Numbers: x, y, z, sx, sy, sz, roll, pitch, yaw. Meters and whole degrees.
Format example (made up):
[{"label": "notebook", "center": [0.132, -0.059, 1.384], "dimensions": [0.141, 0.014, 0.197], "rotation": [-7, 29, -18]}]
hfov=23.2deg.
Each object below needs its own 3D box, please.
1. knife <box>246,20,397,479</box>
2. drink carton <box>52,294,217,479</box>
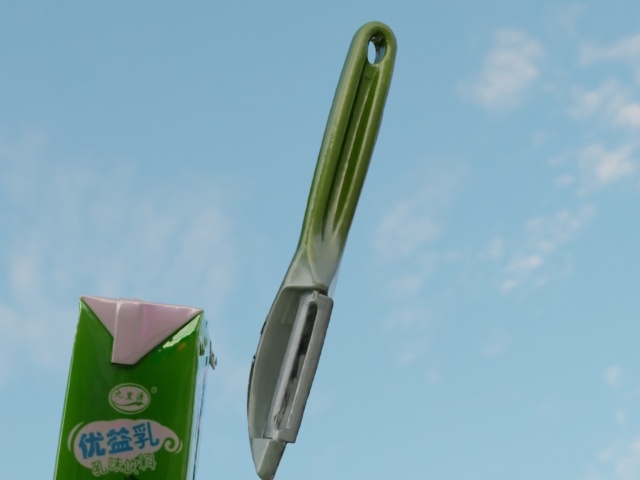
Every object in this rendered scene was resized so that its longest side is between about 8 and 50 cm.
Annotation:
[{"label": "knife", "center": [0.000, 0.000, 0.562], "dimensions": [0.022, 0.184, 0.026], "rotation": [29, -26, -31]}, {"label": "drink carton", "center": [-0.150, 0.190, 1.235], "dimensions": [0.108, 0.271, 0.161], "rotation": [7, -13, -1]}]
